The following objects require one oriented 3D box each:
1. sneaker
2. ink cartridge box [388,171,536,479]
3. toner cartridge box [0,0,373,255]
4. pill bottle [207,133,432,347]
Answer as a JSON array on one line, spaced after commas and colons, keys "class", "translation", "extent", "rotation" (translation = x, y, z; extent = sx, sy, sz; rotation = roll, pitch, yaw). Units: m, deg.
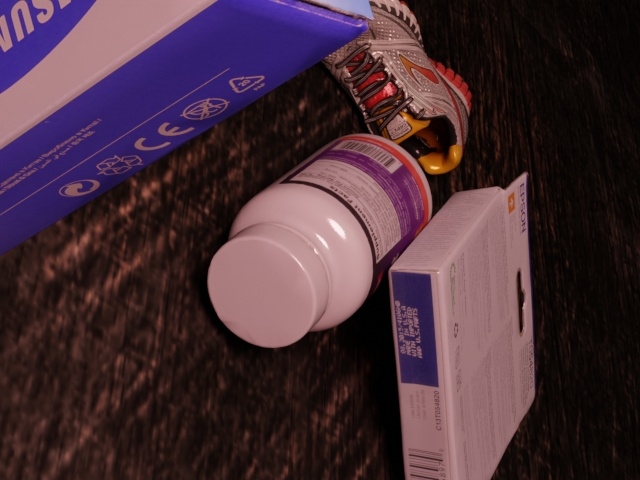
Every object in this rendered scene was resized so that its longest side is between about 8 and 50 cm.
[{"class": "sneaker", "translation": [0.066, -0.141, 1.073], "extent": [0.225, 0.088, 0.093], "rotation": [35, 43, -37]}, {"class": "ink cartridge box", "translation": [0.117, 0.080, 0.947], "extent": [0.224, 0.045, 0.223], "rotation": [-40, 129, -57]}, {"class": "toner cartridge box", "translation": [-0.155, -0.078, 0.464], "extent": [0.075, 0.348, 0.165], "rotation": [1, 66, -54]}, {"class": "pill bottle", "translation": [0.000, 0.000, 0.858], "extent": [0.108, 0.108, 0.193], "rotation": [60, 33, -7]}]
